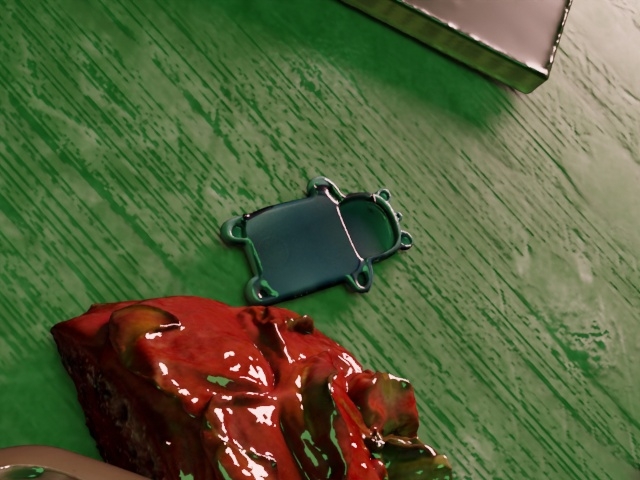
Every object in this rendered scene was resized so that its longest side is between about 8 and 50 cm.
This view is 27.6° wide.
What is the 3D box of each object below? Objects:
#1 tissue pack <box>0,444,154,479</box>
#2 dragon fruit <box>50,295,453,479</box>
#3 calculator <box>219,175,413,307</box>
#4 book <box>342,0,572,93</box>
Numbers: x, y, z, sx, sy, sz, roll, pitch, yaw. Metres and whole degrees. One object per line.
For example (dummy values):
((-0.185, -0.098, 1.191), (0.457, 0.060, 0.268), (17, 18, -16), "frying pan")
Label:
((-0.086, 0.259, 0.600), (0.387, 0.277, 0.267), (22, 20, 21), "tissue pack")
((-0.013, 0.136, 0.816), (0.205, 0.152, 0.317), (-23, 78, -26), "dragon fruit")
((0.000, 0.000, 0.945), (0.141, 0.019, 0.094), (-17, 76, -24), "calculator")
((0.053, -0.303, 1.069), (0.371, 0.043, 0.260), (27, 62, -8), "book")
